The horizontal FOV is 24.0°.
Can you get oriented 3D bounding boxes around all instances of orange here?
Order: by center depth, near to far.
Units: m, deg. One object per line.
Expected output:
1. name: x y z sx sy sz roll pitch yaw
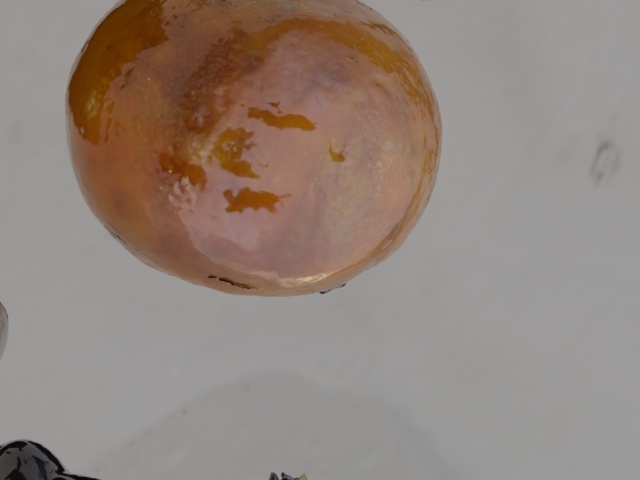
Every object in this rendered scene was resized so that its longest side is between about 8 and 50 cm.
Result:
1. orange: -0.050 -0.086 1.119 0.284 0.284 0.226 -13 127 -48

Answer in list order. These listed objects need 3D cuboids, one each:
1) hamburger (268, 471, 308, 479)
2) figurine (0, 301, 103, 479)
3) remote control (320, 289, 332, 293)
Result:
1. hamburger: -0.051 0.211 0.818 0.190 0.093 0.164 -12 98 -12
2. figurine: -0.148 0.103 0.491 0.167 0.192 0.256 -38 123 -11
3. remote control: 0.000 0.000 1.356 0.039 0.096 0.014 -31 158 28
